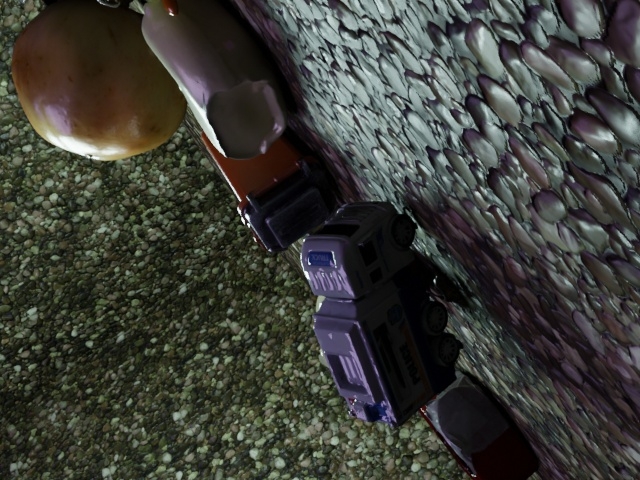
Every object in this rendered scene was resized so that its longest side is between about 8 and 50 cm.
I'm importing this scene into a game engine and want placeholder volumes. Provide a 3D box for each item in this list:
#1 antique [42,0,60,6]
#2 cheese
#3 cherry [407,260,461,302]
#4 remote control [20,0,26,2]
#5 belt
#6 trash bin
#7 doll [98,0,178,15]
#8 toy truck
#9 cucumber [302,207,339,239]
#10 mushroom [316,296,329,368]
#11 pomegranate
[{"bbox_3d":[-0.587,-0.655,1.784,0.255,0.185,0.322,55,169,-15],"label":"antique"},{"bbox_3d":[-0.155,-0.248,1.223,0.233,0.127,0.266,52,172,29],"label":"cheese"},{"bbox_3d":[0.127,0.060,1.185,0.225,0.090,0.107,-30,75,65],"label":"cherry"},{"bbox_3d":[-0.690,-0.650,1.704,0.313,0.055,0.109,53,152,0],"label":"remote control"},{"bbox_3d":[0.297,0.371,1.557,0.227,0.115,0.324,45,173,37],"label":"belt"},{"bbox_3d":[-0.099,-0.122,1.408,0.238,0.161,0.184,53,175,29],"label":"trash bin"},{"bbox_3d":[-0.243,-0.372,1.086,0.221,0.135,0.143,36,149,57],"label":"doll"},{"bbox_3d":[0.067,0.094,1.076,0.124,0.155,0.268,0,118,51],"label":"toy truck"},{"bbox_3d":[-0.038,-0.067,1.553,0.325,0.105,0.145,46,172,24],"label":"cucumber"},{"bbox_3d":[0.082,0.199,1.754,0.246,0.202,0.246,40,170,9],"label":"mushroom"},{"bbox_3d":[-0.495,-0.384,1.879,0.411,0.411,0.411,51,174,7],"label":"pomegranate"}]
